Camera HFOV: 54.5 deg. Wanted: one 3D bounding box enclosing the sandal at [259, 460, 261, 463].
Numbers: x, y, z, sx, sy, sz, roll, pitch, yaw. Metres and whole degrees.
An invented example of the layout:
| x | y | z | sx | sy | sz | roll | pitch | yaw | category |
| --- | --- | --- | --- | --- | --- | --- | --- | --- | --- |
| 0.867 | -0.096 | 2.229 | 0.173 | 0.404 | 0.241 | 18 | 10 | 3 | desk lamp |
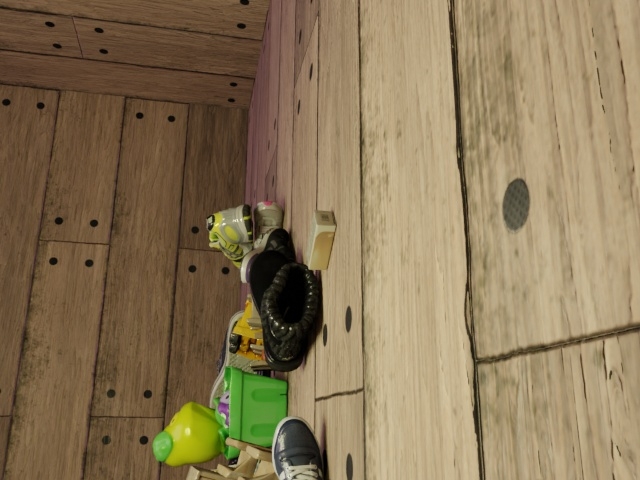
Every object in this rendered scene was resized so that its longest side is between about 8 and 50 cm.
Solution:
| x | y | z | sx | sy | sz | roll | pitch | yaw | category |
| --- | --- | --- | --- | --- | --- | --- | --- | --- | --- |
| -0.167 | 0.753 | 1.822 | 0.302 | 0.086 | 0.120 | -76 | -10 | -62 | sandal |

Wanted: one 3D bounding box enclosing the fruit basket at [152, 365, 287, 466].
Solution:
| x | y | z | sx | sy | sz | roll | pitch | yaw | category |
| --- | --- | --- | --- | --- | --- | --- | --- | --- | --- |
| -0.295 | 0.508 | 1.806 | 0.392 | 0.393 | 0.282 | 135 | 137 | -74 | fruit basket |

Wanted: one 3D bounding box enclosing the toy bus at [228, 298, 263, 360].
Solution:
| x | y | z | sx | sy | sz | roll | pitch | yaw | category |
| --- | --- | --- | --- | --- | --- | --- | --- | --- | --- |
| -0.206 | 0.275 | 2.046 | 0.220 | 0.150 | 0.211 | 108 | 175 | -60 | toy bus |

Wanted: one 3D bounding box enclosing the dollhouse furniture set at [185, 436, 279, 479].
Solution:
| x | y | z | sx | sy | sz | roll | pitch | yaw | category |
| --- | --- | --- | --- | --- | --- | --- | --- | --- | --- |
| -0.147 | 0.649 | 1.390 | 0.394 | 0.257 | 0.361 | -16 | 55 | 62 | dollhouse furniture set |

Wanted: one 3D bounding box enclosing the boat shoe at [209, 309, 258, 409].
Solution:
| x | y | z | sx | sy | sz | roll | pitch | yaw | category |
| --- | --- | --- | --- | --- | --- | --- | --- | --- | --- |
| -0.316 | 0.499 | 2.421 | 0.156 | 0.187 | 0.499 | -118 | 38 | -79 | boat shoe |

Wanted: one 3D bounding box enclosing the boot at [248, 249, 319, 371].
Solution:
| x | y | z | sx | sy | sz | roll | pitch | yaw | category |
| --- | --- | --- | --- | --- | --- | --- | --- | --- | --- |
| -0.089 | 0.113 | 1.469 | 0.260 | 0.131 | 0.347 | 97 | 160 | -54 | boot |

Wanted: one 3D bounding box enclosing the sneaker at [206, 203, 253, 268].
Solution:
| x | y | z | sx | sy | sz | roll | pitch | yaw | category |
| --- | --- | --- | --- | --- | --- | --- | --- | --- | --- |
| -0.300 | -0.014 | 2.111 | 0.384 | 0.147 | 0.145 | 97 | 168 | -63 | sneaker |

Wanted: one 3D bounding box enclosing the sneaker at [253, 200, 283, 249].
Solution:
| x | y | z | sx | sy | sz | roll | pitch | yaw | category |
| --- | --- | --- | --- | --- | --- | --- | --- | --- | --- |
| -0.171 | -0.022 | 2.067 | 0.252 | 0.103 | 0.111 | 93 | 171 | -45 | sneaker |

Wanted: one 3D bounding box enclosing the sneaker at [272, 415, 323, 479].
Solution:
| x | y | z | sx | sy | sz | roll | pitch | yaw | category |
| --- | --- | --- | --- | --- | --- | --- | --- | --- | --- |
| -0.032 | 0.473 | 1.143 | 0.153 | 0.099 | 0.282 | 123 | 143 | -78 | sneaker |

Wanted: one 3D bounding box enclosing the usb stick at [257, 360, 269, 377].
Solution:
| x | y | z | sx | sy | sz | roll | pitch | yaw | category |
| --- | --- | --- | --- | --- | --- | --- | --- | --- | --- |
| -0.196 | 0.416 | 2.158 | 0.077 | 0.045 | 0.277 | 135 | 138 | -84 | usb stick |

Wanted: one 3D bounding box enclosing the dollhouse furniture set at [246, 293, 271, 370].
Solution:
| x | y | z | sx | sy | sz | roll | pitch | yaw | category |
| --- | --- | --- | --- | --- | --- | --- | --- | --- | --- |
| -0.129 | 0.226 | 1.766 | 0.259 | 0.135 | 0.261 | 91 | 179 | -69 | dollhouse furniture set |

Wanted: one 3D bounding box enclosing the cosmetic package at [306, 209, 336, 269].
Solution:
| x | y | z | sx | sy | sz | roll | pitch | yaw | category |
| --- | --- | --- | --- | --- | --- | --- | --- | --- | --- |
| 0.000 | 0.000 | 1.298 | 0.060 | 0.041 | 0.115 | -102 | 19 | -53 | cosmetic package |

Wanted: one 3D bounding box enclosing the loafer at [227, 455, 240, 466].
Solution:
| x | y | z | sx | sy | sz | roll | pitch | yaw | category |
| --- | --- | --- | --- | --- | --- | --- | --- | --- | --- |
| -0.224 | 0.714 | 2.079 | 0.130 | 0.134 | 0.365 | -25 | -56 | -60 | loafer |

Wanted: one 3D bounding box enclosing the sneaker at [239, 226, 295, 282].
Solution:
| x | y | z | sx | sy | sz | roll | pitch | yaw | category |
| --- | --- | --- | --- | --- | --- | --- | --- | --- | --- |
| -0.122 | 0.054 | 1.795 | 0.283 | 0.124 | 0.107 | -56 | -29 | -59 | sneaker |

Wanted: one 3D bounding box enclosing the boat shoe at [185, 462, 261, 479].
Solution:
| x | y | z | sx | sy | sz | roll | pitch | yaw | category |
| --- | --- | --- | --- | --- | --- | --- | --- | --- | --- |
| -0.230 | 0.653 | 1.666 | 0.096 | 0.277 | 0.098 | 121 | 143 | -77 | boat shoe |
